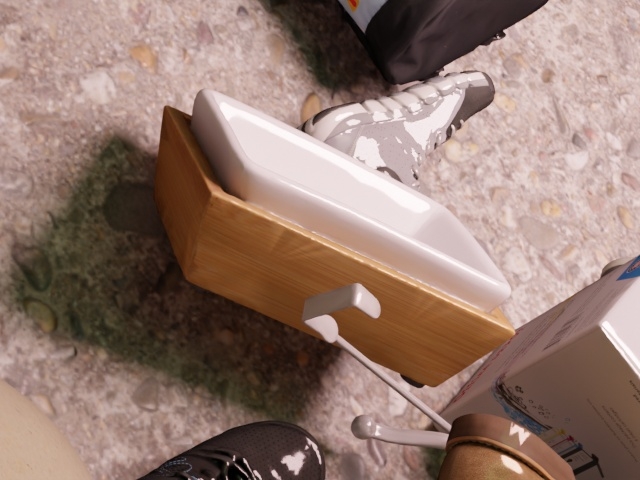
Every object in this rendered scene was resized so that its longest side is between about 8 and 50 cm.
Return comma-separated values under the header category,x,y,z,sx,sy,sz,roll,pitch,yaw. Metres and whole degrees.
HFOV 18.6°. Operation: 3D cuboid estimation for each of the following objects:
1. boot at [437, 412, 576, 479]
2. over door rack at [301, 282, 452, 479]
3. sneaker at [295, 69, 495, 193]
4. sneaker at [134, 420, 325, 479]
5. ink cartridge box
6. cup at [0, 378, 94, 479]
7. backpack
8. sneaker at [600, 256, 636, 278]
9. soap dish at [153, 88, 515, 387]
category,x,y,z,sx,sy,sz,roll,pitch,yaw
boot,0.204,0.266,1.581,0.305,0.112,0.115,36,58,-24
over door rack,0.040,0.218,1.551,0.324,0.108,0.239,52,37,-46
sneaker,0.087,-0.074,1.839,0.229,0.086,0.132,-18,81,-31
sneaker,-0.096,0.224,1.481,0.341,0.140,0.125,-30,81,-44
ink cartridge box,0.257,0.139,1.725,0.168,0.233,0.171,51,47,-3
cup,-0.289,0.193,1.209,0.331,0.237,0.331,2,66,-5
backpack,0.061,-0.366,1.891,0.355,0.273,0.290,42,45,20
sneaker,0.352,0.118,1.907,0.222,0.083,0.118,41,46,-11
soap dish,0.000,0.000,1.640,0.291,0.118,0.229,25,14,-22
